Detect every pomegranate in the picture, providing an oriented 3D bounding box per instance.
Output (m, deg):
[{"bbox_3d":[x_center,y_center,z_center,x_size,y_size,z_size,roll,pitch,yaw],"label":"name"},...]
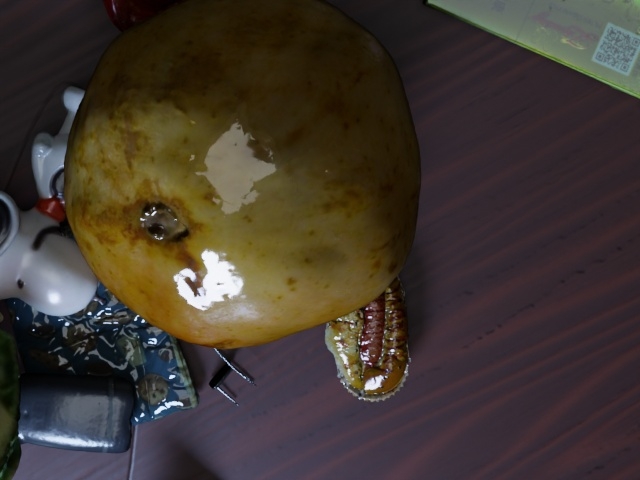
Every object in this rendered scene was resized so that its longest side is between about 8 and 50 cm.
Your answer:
[{"bbox_3d":[-0.069,-0.089,1.671,0.410,0.410,0.410,0,99,-2],"label":"pomegranate"}]

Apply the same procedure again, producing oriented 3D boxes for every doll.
[{"bbox_3d":[-0.327,-0.042,1.770,0.208,0.144,0.271,8,85,-13],"label":"doll"}]

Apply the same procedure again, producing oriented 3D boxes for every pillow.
[{"bbox_3d":[-0.263,0.103,1.856,0.189,0.034,0.255,-16,101,2],"label":"pillow"}]

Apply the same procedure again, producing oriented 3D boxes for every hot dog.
[{"bbox_3d":[0.053,0.095,1.856,0.099,0.053,0.192,-7,97,3],"label":"hot dog"}]

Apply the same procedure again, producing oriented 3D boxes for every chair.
[{"bbox_3d":[-0.118,0.153,1.866,0.042,0.037,0.086,-44,102,-7],"label":"chair"}]

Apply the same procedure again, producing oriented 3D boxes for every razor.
[{"bbox_3d":[-0.288,0.197,1.829,0.148,0.054,0.090,5,97,-3],"label":"razor"}]

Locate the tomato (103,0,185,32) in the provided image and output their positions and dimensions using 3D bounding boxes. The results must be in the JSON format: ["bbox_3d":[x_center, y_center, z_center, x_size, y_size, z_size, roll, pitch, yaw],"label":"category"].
[{"bbox_3d":[-0.133,-0.318,1.733,0.233,0.139,0.200,6,128,-34],"label":"tomato"}]

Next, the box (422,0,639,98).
[{"bbox_3d":[0.291,-0.285,1.810,0.311,0.043,0.173,22,98,-5],"label":"box"}]

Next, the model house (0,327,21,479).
[{"bbox_3d":[-0.481,0.246,1.735,0.321,0.266,0.261,-6,63,-12],"label":"model house"}]
